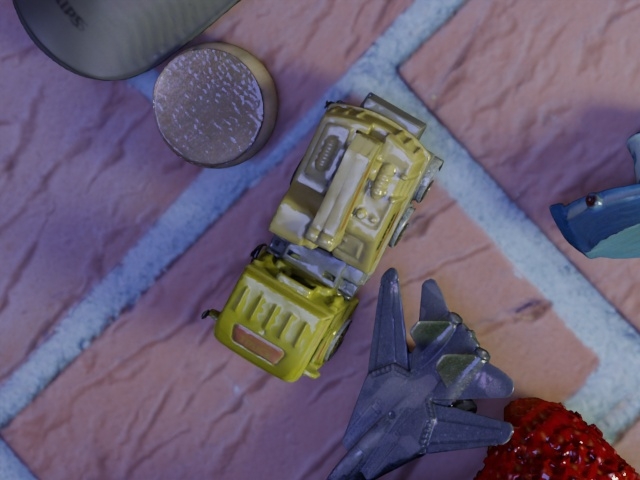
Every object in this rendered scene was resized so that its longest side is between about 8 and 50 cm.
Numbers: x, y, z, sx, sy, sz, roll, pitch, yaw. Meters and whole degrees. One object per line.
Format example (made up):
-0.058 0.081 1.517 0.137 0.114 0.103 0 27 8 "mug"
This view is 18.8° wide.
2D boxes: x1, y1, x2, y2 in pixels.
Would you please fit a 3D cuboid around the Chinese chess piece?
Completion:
-0.101 -0.129 1.848 0.122 0.051 0.122 3 99 16 "Chinese chess piece"

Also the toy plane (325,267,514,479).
0.072 0.178 1.837 0.212 0.088 0.267 53 128 31 "toy plane"

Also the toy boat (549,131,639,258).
0.311 -0.047 1.740 0.215 0.088 0.102 -16 61 19 "toy boat"

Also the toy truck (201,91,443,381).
0.000 0.000 1.787 0.124 0.157 0.272 31 107 8 "toy truck"

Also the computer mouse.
-0.153 -0.289 1.813 0.331 0.095 0.197 -37 93 19 "computer mouse"

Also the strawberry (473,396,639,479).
0.214 0.241 1.767 0.187 0.184 0.201 -13 76 24 "strawberry"
